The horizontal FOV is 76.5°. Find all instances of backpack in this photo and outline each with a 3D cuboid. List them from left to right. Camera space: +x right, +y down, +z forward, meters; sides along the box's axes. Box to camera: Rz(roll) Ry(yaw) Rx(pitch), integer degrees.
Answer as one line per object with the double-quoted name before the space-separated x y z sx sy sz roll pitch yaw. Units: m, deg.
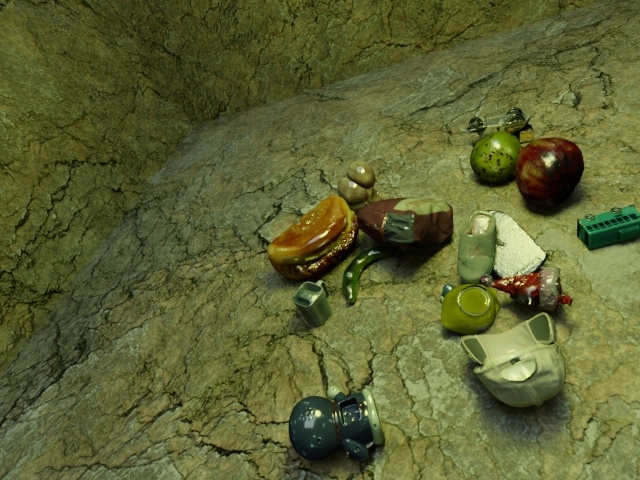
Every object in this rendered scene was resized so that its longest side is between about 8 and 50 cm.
"backpack" 0.283 -0.056 1.478 0.283 0.197 0.317 -5 8 -43

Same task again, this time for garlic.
"garlic" 0.151 -0.227 1.760 0.191 0.214 0.160 27 71 34

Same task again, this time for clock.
"clock" 0.034 0.477 1.068 0.243 0.147 0.200 -14 43 3

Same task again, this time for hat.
"hat" 0.488 0.297 1.021 0.231 0.161 0.275 -18 15 13
"hat" 0.569 0.134 1.148 0.227 0.129 0.140 4 37 22

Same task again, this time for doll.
"doll" 0.418 0.173 1.275 0.076 0.050 0.083 -42 42 -13

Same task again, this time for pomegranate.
"pomegranate" 0.710 -0.327 1.581 0.245 0.198 0.198 -1 43 10

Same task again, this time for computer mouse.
"computer mouse" 0.587 0.022 1.320 0.168 0.087 0.295 -39 49 10

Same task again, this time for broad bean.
"broad bean" 0.166 0.106 1.492 0.292 0.049 0.144 -39 44 -18

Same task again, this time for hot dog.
"hot dog" 0.000 0.001 1.595 0.405 0.185 0.223 -40 38 -18

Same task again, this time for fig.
"fig" 0.782 -0.244 1.397 0.223 0.224 0.263 -2 55 28

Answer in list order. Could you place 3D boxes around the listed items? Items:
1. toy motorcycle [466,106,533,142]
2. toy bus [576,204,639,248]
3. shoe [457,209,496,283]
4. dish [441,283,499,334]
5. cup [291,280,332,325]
"toy motorcycle" 0.767 -0.477 1.746 0.262 0.157 0.091 -5 39 22
"toy bus" 0.881 -0.039 1.232 0.160 0.079 0.092 -17 38 13
"shoe" 0.487 0.009 1.275 0.103 0.100 0.251 3 68 36
"dish" 0.443 0.185 1.182 0.207 0.080 0.149 -32 63 -14
"cup" -0.018 0.209 1.411 0.095 0.130 0.128 15 53 39
